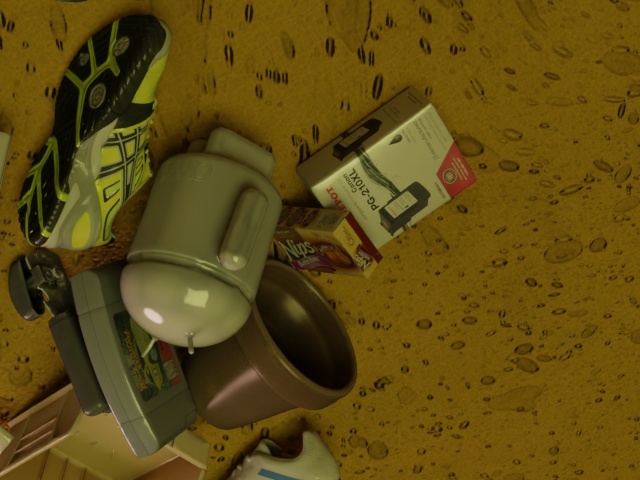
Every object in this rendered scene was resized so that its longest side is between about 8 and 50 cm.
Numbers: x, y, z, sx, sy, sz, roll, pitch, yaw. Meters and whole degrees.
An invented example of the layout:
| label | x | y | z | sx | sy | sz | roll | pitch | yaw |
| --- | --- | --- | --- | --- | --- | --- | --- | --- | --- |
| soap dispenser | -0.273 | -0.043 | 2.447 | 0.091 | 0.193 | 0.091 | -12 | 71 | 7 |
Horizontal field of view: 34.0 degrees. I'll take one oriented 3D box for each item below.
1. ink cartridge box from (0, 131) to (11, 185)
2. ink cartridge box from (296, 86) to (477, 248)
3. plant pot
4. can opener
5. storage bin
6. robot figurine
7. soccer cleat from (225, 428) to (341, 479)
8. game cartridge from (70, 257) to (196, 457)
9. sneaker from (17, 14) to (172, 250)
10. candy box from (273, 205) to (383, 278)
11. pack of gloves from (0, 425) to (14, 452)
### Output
| label | x | y | z | sx | sy | sz | roll | pitch | yaw |
| --- | --- | --- | --- | --- | --- | --- | --- | --- | --- |
| ink cartridge box | -0.568 | -0.033 | 1.443 | 0.207 | 0.117 | 0.283 | 16 | 68 | -24 |
| ink cartridge box | 0.107 | -0.108 | 1.713 | 0.237 | 0.100 | 0.172 | -35 | 120 | 2 |
| plant pot | -0.108 | 0.196 | 1.736 | 0.229 | 0.263 | 0.263 | -36 | 122 | 23 |
| can opener | -0.400 | 0.146 | 1.620 | 0.095 | 0.283 | 0.076 | -31 | 165 | 22 |
| storage bin | -0.362 | 0.368 | 1.737 | 0.260 | 0.123 | 0.262 | -31 | 124 | 33 |
| robot figurine | -0.179 | 0.009 | 1.571 | 0.200 | 0.300 | 0.353 | 26 | 65 | -24 |
| soccer cleat | -0.122 | 0.453 | 1.932 | 0.331 | 0.116 | 0.143 | -25 | 80 | 11 |
| game cartridge | -0.287 | 0.176 | 1.616 | 0.060 | 0.196 | 0.294 | -20 | 91 | 18 |
| sneaker | -0.314 | -0.158 | 1.558 | 0.147 | 0.145 | 0.384 | 13 | 115 | -45 |
| candy box | 0.000 | 0.000 | 1.687 | 0.053 | 0.187 | 0.109 | -53 | 124 | -25 |
| pack of gloves | -0.649 | 0.322 | 1.683 | 0.232 | 0.046 | 0.195 | 40 | 96 | -8 |
